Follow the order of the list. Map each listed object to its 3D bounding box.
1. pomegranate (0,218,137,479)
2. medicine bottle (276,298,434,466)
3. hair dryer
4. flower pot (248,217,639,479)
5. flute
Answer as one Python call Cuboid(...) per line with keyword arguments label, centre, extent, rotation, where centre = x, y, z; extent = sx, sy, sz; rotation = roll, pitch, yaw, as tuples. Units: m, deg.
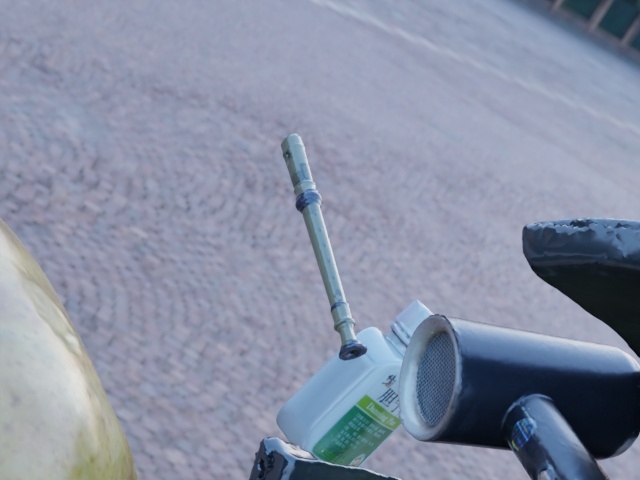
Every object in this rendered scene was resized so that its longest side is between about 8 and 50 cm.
Cuboid(label="pomegranate", centre=(-0.192, 0.091, 0.473), extent=(0.260, 0.260, 0.260), rotation=(29, 15, -9))
Cuboid(label="medicine bottle", centre=(0.051, 0.143, 1.297), extent=(0.069, 0.183, 0.119), rotation=(46, 3, 38))
Cuboid(label="hair dryer", centre=(0.141, 0.129, 0.667), extent=(0.128, 0.070, 0.255), rotation=(9, 26, -24))
Cuboid(label="flower pot", centre=(0.173, 0.200, 0.688), extent=(0.379, 0.379, 0.251), rotation=(43, 14, 35))
Cuboid(label="flute", centre=(0.000, 0.000, 1.158), extent=(0.027, 0.027, 0.233), rotation=(18, 44, -41))
